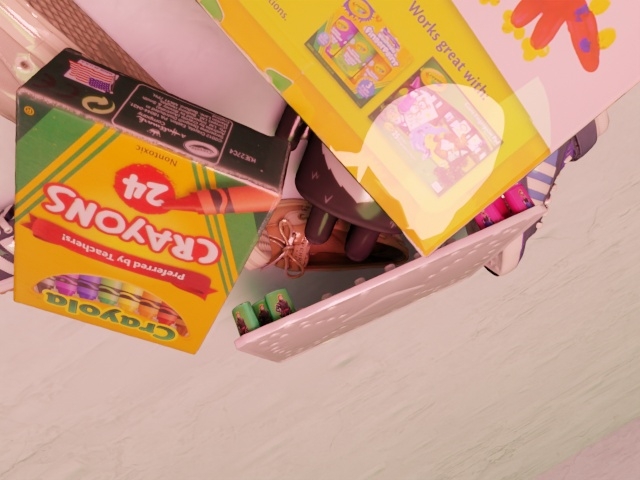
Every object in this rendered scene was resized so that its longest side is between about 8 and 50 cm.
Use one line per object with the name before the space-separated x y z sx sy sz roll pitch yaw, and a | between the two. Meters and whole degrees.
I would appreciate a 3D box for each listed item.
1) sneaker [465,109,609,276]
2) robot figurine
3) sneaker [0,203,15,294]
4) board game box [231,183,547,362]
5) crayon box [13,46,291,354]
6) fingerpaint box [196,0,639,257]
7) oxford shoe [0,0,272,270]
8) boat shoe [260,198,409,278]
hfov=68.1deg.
sneaker | 0.355 -0.113 0.742 0.237 0.130 0.322 -18 116 -8
robot figurine | 0.070 -0.116 0.606 0.209 0.173 0.278 10 111 -37
sneaker | -0.355 -0.022 0.570 0.283 0.099 0.153 -7 131 -24
board game box | 0.086 0.075 0.714 0.390 0.050 0.390 -23 163 -4
crayon box | -0.183 0.005 0.475 0.202 0.081 0.318 20 132 -15
fingerpaint box | 0.076 -0.279 0.399 0.371 0.163 0.445 -42 99 11
oxford shoe | -0.222 -0.110 0.523 0.130 0.169 0.449 -38 124 11
boat shoe | 0.000 0.000 0.728 0.286 0.089 0.104 -4 125 -18
